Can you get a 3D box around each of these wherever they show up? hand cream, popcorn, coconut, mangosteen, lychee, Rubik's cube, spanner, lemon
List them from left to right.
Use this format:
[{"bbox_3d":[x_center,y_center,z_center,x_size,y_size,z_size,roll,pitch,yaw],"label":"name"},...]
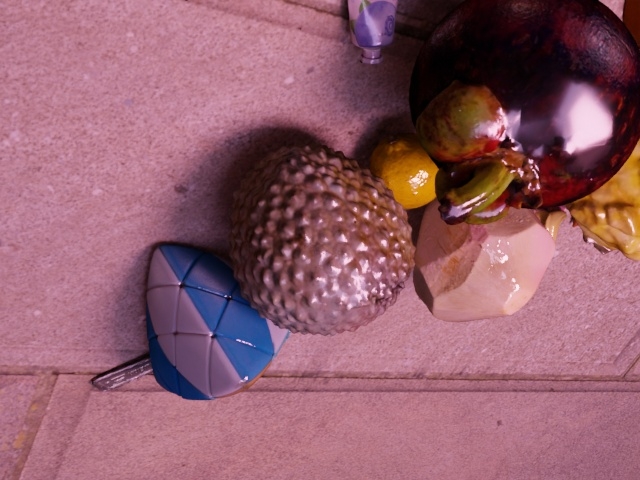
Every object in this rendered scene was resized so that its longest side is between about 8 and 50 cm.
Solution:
[{"bbox_3d":[-0.206,0.164,1.483,0.325,0.026,0.093,-24,136,-7],"label":"spanner"},{"bbox_3d":[-0.115,0.142,1.359,0.254,0.254,0.255,-16,135,-16],"label":"Rubik's cube"},{"bbox_3d":[0.000,0.000,1.282,0.255,0.255,0.275,-20,121,-13],"label":"lychee"},{"bbox_3d":[0.067,-0.295,1.196,0.084,0.053,0.142,-11,124,-19],"label":"hand cream"},{"bbox_3d":[0.125,-0.102,1.361,0.109,0.109,0.133,-28,132,-4],"label":"lemon"},{"bbox_3d":[0.252,0.027,1.468,0.237,0.237,0.197,-47,137,17],"label":"coconut"},{"bbox_3d":[0.257,-0.166,1.198,0.305,0.360,0.306,13,130,16],"label":"mangosteen"},{"bbox_3d":[0.493,-0.103,1.450,0.252,0.286,0.215,-26,157,-33],"label":"popcorn"}]

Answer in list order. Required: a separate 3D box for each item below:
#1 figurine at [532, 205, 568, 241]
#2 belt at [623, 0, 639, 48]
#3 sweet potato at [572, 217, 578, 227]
[{"bbox_3d":[0.398,-0.063,1.585,0.083,0.083,0.187,18,109,-40],"label":"figurine"},{"bbox_3d":[0.592,-0.396,1.343,0.217,0.122,0.339,13,122,-36],"label":"belt"},{"bbox_3d":[0.472,-0.059,1.657,0.034,0.034,0.095,-1,140,-29],"label":"sweet potato"}]
